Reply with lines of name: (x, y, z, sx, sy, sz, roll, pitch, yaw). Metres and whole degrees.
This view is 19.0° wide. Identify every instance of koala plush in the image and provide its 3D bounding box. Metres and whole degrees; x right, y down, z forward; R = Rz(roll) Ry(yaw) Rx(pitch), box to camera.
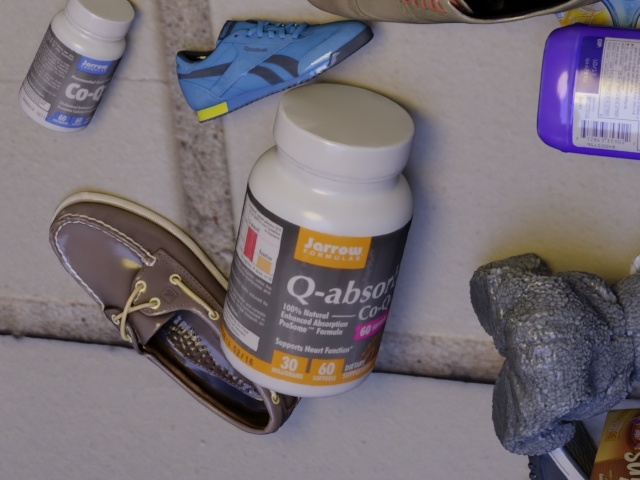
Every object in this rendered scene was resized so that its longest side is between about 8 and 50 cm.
koala plush: (0.274, 0.091, 1.804, 0.221, 0.203, 0.196, -9, 83, -7)

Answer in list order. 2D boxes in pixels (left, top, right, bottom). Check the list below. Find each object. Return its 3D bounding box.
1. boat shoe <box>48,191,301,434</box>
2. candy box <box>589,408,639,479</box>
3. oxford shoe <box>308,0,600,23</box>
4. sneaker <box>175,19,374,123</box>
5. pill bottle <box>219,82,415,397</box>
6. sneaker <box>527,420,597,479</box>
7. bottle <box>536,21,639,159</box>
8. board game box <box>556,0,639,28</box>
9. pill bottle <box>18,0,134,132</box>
boat shoe: (-0.154, 0.077, 1.980, 0.324, 0.096, 0.116, 40, 121, -5)
candy box: (0.321, 0.230, 1.855, 0.109, 0.186, 0.053, -7, 113, 21)
oxford shoe: (0.112, -0.247, 1.687, 0.348, 0.130, 0.123, -4, 109, 34)
sneaker: (-0.050, -0.181, 1.827, 0.209, 0.069, 0.082, -18, 100, 30)
pill bottle: (0.000, 0.000, 1.854, 0.162, 0.162, 0.278, 17, 121, 9)
sneaker: (0.212, 0.257, 1.963, 0.163, 0.086, 0.226, -26, 107, 25)
bottle: (0.335, -0.123, 1.676, 0.283, 0.092, 0.118, 6, 100, 15)
board game box: (0.315, -0.216, 1.714, 0.201, 0.035, 0.136, -21, 108, 26)
pill bottle: (-0.238, -0.180, 1.885, 0.078, 0.078, 0.137, 31, 122, 0)
